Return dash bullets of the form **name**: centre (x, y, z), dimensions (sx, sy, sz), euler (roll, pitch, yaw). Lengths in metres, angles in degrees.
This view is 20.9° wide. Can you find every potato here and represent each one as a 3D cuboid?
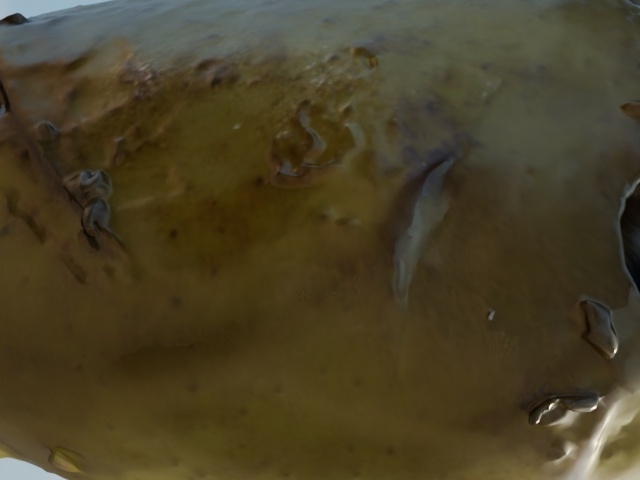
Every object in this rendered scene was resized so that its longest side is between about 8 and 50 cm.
- **potato**: centre (0.000, 0.000, 0.486), dimensions (0.300, 0.173, 0.140), euler (2, -57, 12)
